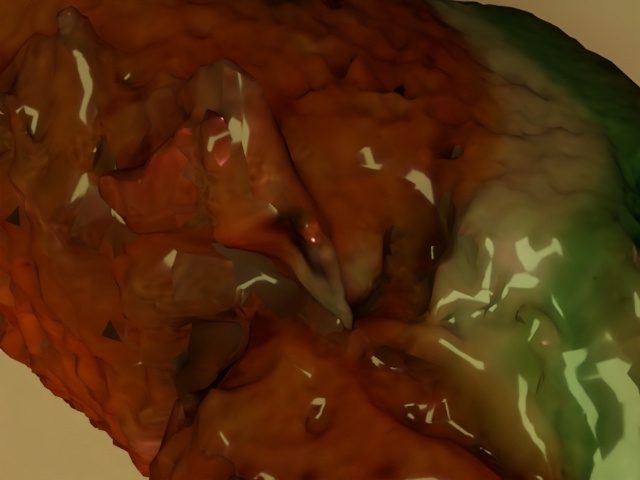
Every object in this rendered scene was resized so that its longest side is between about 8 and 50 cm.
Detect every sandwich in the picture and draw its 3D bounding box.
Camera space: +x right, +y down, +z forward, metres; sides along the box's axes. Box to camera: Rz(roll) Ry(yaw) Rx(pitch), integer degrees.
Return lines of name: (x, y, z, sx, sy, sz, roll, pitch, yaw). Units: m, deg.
sandwich: (0.000, 0.000, 0.465, 0.162, 0.250, 0.301, -44, 84, -6)
